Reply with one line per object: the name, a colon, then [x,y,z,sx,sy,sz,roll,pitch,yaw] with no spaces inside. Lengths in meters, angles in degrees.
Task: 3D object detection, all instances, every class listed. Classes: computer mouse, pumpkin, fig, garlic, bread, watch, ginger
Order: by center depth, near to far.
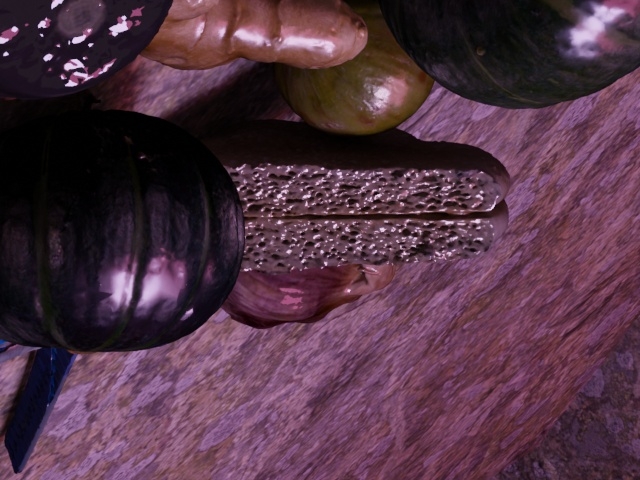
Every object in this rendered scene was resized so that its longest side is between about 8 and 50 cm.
computer mouse: [-0.153,-0.228,1.164,0.183,0.116,0.323,-14,139,-41]
ginger: [-0.119,-0.164,1.391,0.333,0.148,0.081,2,99,-45]
pumpkin: [-0.180,-0.014,1.498,0.250,0.216,0.250,-7,164,-2]
pumpkin: [0.178,-0.243,1.504,0.207,0.300,0.300,21,122,-32]
fig: [-0.010,-0.171,1.638,0.245,0.149,0.149,19,120,-45]
bread: [-0.002,-0.051,1.727,0.337,0.183,0.102,0,115,-4]
watch: [-0.297,0.144,1.807,0.274,0.068,0.276,-50,161,24]
garlic: [0.000,0.000,1.930,0.245,0.160,0.245,-42,171,-8]
